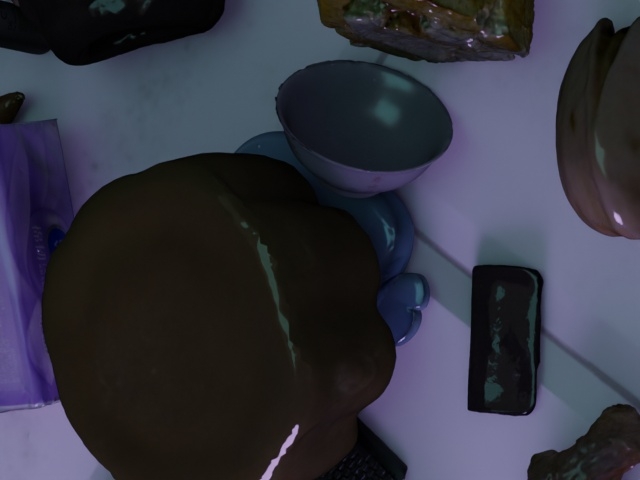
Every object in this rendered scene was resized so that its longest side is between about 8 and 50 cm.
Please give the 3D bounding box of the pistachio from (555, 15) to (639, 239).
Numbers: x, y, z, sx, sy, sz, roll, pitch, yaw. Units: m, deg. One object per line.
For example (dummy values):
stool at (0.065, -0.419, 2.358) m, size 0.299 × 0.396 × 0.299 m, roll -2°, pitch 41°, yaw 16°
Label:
pistachio at (0.293, -0.111, 1.539) m, size 0.138 × 0.153 × 0.238 m, roll -4°, pitch 59°, yaw 21°

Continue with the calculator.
calculator at (0.000, 0.000, 1.758) m, size 0.303 × 0.042 × 0.188 m, roll 40°, pitch 107°, yaw 28°

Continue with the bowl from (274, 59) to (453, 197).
bowl at (0.038, -0.102, 1.688) m, size 0.189 × 0.189 × 0.086 m, roll 38°, pitch 136°, yaw 26°

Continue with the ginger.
ginger at (0.245, 0.296, 1.582) m, size 0.122 × 0.084 × 0.290 m, roll 25°, pitch 100°, yaw 35°

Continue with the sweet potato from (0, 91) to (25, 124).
sweet potato at (-0.480, -0.097, 2.030) m, size 0.314 × 0.066 × 0.072 m, roll -29°, pitch 81°, yaw 23°

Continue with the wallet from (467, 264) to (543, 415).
wallet at (0.190, 0.103, 1.657) m, size 0.082 × 0.018 × 0.156 m, roll 0°, pitch 88°, yaw 31°

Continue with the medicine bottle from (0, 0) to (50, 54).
medicine bottle at (-0.397, -0.262, 1.906) m, size 0.057 × 0.199 × 0.057 m, roll -2°, pitch 86°, yaw 31°

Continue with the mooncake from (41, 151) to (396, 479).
mooncake at (-0.103, 0.093, 1.692) m, size 0.378 × 0.201 × 0.378 m, roll 8°, pitch 103°, yaw 36°

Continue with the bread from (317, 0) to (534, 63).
bread at (0.095, -0.250, 1.599) m, size 0.186 × 0.257 × 0.124 m, roll -11°, pitch 74°, yaw 50°

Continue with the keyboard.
keyboard at (-0.007, 0.209, 1.766) m, size 0.230 × 0.025 × 0.093 m, roll 44°, pitch 107°, yaw 24°

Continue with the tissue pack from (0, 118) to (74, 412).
tissue pack at (-0.411, 0.039, 1.906) m, size 0.242 × 0.160 × 0.338 m, roll -6°, pitch 96°, yaw 26°

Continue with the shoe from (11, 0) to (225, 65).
shoe at (-0.285, -0.321, 1.861) m, size 0.384 × 0.171 × 0.237 m, roll 1°, pitch 85°, yaw 23°
